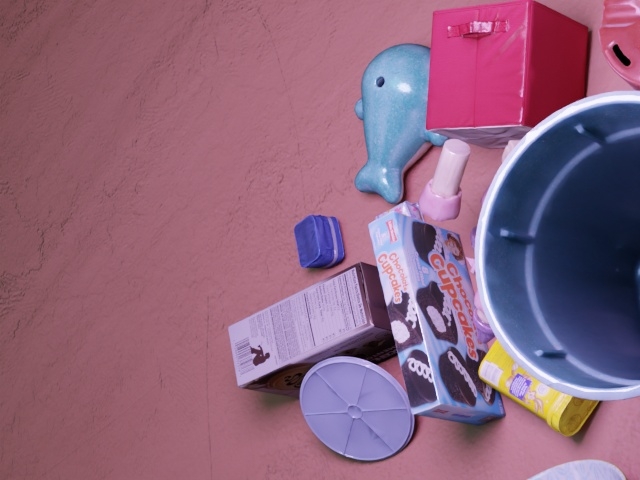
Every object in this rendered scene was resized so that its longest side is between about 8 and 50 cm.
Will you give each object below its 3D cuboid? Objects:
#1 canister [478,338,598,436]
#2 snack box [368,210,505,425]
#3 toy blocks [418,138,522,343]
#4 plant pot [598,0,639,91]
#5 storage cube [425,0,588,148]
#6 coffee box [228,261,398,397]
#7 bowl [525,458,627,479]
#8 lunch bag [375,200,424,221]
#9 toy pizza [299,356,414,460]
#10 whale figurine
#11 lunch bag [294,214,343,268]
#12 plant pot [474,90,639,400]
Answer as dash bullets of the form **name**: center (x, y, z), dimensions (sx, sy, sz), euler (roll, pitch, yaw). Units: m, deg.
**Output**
- **canister**: center (0.337, 0.201, 1.989), dimensions (0.170, 0.073, 0.126), euler (31, 83, 42)
- **snack box**: center (0.183, 0.124, 2.072), dimensions (0.060, 0.187, 0.321), euler (-27, 63, 32)
- **toy blocks**: center (0.326, 0.024, 1.990), dimensions (0.288, 0.309, 0.260), euler (-116, 30, -44)
- **plant pot**: center (0.537, -0.273, 1.829), dimensions (0.272, 0.265, 0.272), euler (-11, 72, 37)
- **storage cube**: center (0.292, -0.255, 2.068), dimensions (0.184, 0.215, 0.193), euler (1, 85, 39)
- **coffee box**: center (0.014, 0.156, 2.219), dimensions (0.297, 0.168, 0.118), euler (-27, 62, 31)
- **bowl**: center (0.345, 0.460, 1.850), dimensions (0.289, 0.289, 0.156), euler (-28, 105, 31)
- **lunch bag**: center (0.141, -0.016, 2.234), dimensions (0.071, 0.053, 0.083), euler (-27, 72, 33)
- **toy pizza**: center (0.062, 0.275, 2.178), dimensions (0.201, 0.032, 0.201), euler (10, 119, 19)
- **whale figurine**: center (0.125, -0.204, 2.236), dimensions (0.216, 0.141, 0.272), euler (26, 96, 40)
- **lunch bag**: center (0.000, 0.000, 2.339), dimensions (0.067, 0.065, 0.098), euler (-33, 60, 47)
- **plant pot**: center (0.413, 0.029, 1.554), dimensions (0.341, 0.334, 0.341), euler (-9, 75, 38)
